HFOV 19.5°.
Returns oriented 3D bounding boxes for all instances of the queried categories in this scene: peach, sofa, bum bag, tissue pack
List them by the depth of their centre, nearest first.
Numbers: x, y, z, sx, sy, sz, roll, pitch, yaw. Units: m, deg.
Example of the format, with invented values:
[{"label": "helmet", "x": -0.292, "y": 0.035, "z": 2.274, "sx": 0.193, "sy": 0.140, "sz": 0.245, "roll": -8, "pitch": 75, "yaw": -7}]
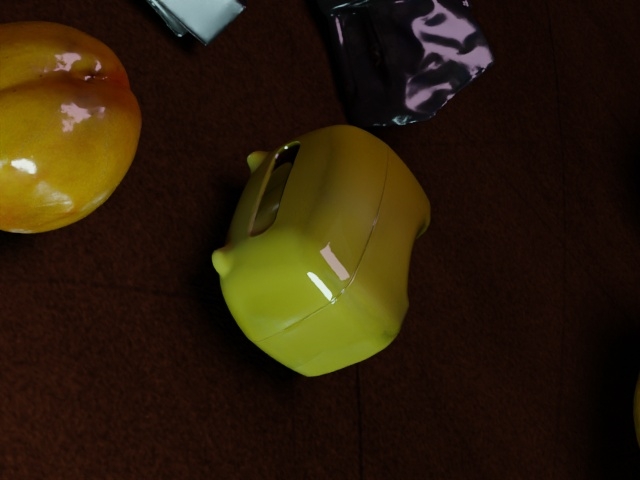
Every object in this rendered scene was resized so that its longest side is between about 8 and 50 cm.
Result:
[{"label": "peach", "x": -0.182, "y": -0.076, "z": 1.202, "sx": 0.138, "sy": 0.138, "sz": 0.138, "roll": 29, "pitch": 45, "yaw": -34}, {"label": "tissue pack", "x": 0.000, "y": 0.000, "z": 1.363, "sx": 0.127, "sy": 0.123, "sz": 0.178, "roll": 44, "pitch": 39, "yaw": -25}, {"label": "sofa", "x": -0.126, "y": -0.224, "z": 1.445, "sx": 0.147, "sy": 0.060, "sz": 0.085, "roll": 41, "pitch": 22, "yaw": -23}, {"label": "bum bag", "x": 0.049, "y": -0.241, "z": 1.612, "sx": 0.137, "sy": 0.074, "sz": 0.310, "roll": -16, "pitch": 75, "yaw": -11}]

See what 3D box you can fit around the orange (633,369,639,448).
[{"label": "orange", "x": 0.386, "y": 0.158, "z": 1.648, "sx": 0.262, "sy": 0.196, "sz": 0.334, "roll": 48, "pitch": 39, "yaw": -39}]
